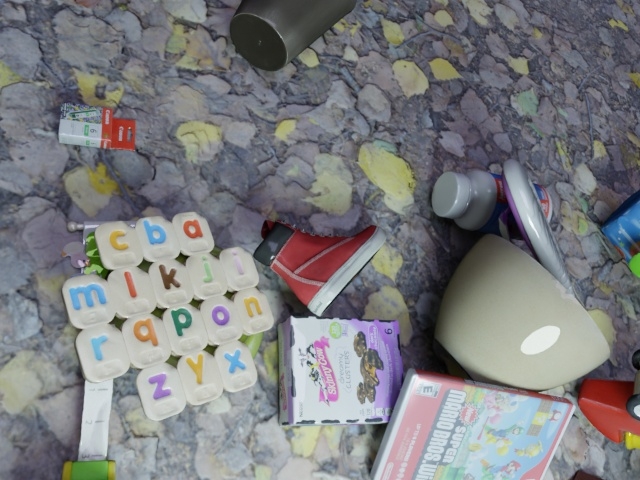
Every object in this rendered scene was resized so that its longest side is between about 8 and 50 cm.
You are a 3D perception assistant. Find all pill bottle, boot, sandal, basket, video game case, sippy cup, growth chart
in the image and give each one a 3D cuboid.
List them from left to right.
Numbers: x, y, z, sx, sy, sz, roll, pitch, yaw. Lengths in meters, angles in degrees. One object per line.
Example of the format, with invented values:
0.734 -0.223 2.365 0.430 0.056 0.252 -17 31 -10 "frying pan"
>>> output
-0.287 0.072 0.818 0.172 0.021 0.237 -10 73 -26 "growth chart"
-0.066 -0.453 1.060 0.204 0.154 0.227 35 63 -7 "basket"
0.000 0.000 0.929 0.176 0.088 0.244 40 40 9 "boot"
0.241 0.319 0.862 0.285 0.025 0.204 13 105 -13 "video game case"
0.345 -0.074 1.103 0.222 0.124 0.124 9 66 -21 "pill bottle"
0.397 0.032 1.025 0.416 0.102 0.169 53 28 -34 "sandal"
0.784 -0.007 1.232 0.240 0.305 0.224 -45 78 12 "sippy cup"

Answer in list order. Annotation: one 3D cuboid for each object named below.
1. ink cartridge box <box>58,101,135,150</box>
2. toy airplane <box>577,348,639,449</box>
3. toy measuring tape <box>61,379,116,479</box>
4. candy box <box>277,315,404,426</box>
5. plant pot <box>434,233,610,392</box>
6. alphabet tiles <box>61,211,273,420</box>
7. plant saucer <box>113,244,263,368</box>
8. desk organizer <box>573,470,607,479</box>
-0.361 -0.184 0.882 0.115 0.029 0.062 4 68 -23 "ink cartridge box"
0.729 0.393 1.006 0.386 0.272 0.384 -10 42 -14 "toy airplane"
-0.283 0.290 0.666 0.121 0.121 0.330 7 71 -22 "toy measuring tape"
0.033 0.212 0.876 0.196 0.070 0.164 6 68 -23 "candy box"
0.311 0.156 0.938 0.191 0.284 0.284 -40 89 0 "plant pot"
-0.203 0.095 0.767 0.284 0.021 0.278 -12 75 -39 "alphabet tiles"
-0.184 0.101 0.818 0.241 0.037 0.241 16 58 -28 "plant saucer"
0.473 0.479 0.979 0.130 0.050 0.047 -24 115 -45 "desk organizer"
